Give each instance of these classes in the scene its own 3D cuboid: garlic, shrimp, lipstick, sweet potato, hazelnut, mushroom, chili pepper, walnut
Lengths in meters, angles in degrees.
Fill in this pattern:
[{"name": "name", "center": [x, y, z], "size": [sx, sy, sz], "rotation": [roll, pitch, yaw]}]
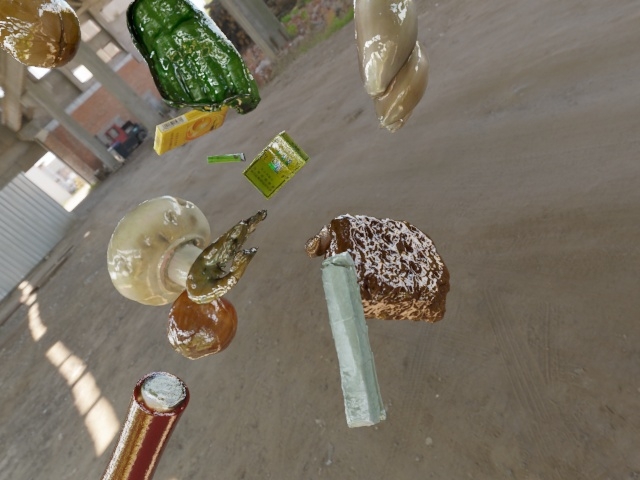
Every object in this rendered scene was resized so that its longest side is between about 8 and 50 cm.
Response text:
[{"name": "garlic", "center": [0.135, -0.380, 0.918], "size": [0.132, 0.279, 0.325], "rotation": [-16, 50, 15]}, {"name": "shrimp", "center": [-0.203, 0.038, 1.023], "size": [0.254, 0.059, 0.145], "rotation": [-39, 45, 6]}, {"name": "lipstick", "center": [-0.266, 0.301, 0.696], "size": [0.080, 0.080, 0.241], "rotation": [-95, 29, -60]}, {"name": "sweet potato", "center": [-0.006, 0.009, 1.240], "size": [0.078, 0.058, 0.255], "rotation": [-56, -3, 10]}, {"name": "hazelnut", "center": [-0.294, 0.199, 1.147], "size": [0.182, 0.182, 0.182], "rotation": [-34, 26, 20]}, {"name": "mushroom", "center": [-0.472, 0.045, 1.484], "size": [0.353, 0.353, 0.325], "rotation": [-51, 5, -16]}, {"name": "chili pepper", "center": [-0.314, -0.440, 1.150], "size": [0.213, 0.385, 0.167], "rotation": [-42, -8, 14]}, {"name": "walnut", "center": [-0.603, -0.453, 0.977], "size": [0.167, 0.207, 0.167], "rotation": [-45, -20, -22]}]

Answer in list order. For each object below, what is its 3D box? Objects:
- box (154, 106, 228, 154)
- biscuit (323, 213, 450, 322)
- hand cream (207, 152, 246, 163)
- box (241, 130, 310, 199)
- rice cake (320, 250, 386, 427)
[{"name": "box", "center": [-0.445, -0.396, 1.619], "size": [0.269, 0.043, 0.152], "rotation": [-34, -2, -28]}, {"name": "biscuit", "center": [0.210, 0.087, 1.515], "size": [0.166, 0.394, 0.343], "rotation": [117, 149, -44]}, {"name": "hand cream", "center": [-0.304, -0.264, 1.511], "size": [0.023, 0.121, 0.036], "rotation": [104, 154, -52]}, {"name": "box", "center": [-0.162, -0.270, 1.692], "size": [0.220, 0.141, 0.064], "rotation": [-40, 8, 30]}, {"name": "rice cake", "center": [0.060, 0.188, 0.920], "size": [0.066, 0.063, 0.337], "rotation": [-17, 76, 28]}]
